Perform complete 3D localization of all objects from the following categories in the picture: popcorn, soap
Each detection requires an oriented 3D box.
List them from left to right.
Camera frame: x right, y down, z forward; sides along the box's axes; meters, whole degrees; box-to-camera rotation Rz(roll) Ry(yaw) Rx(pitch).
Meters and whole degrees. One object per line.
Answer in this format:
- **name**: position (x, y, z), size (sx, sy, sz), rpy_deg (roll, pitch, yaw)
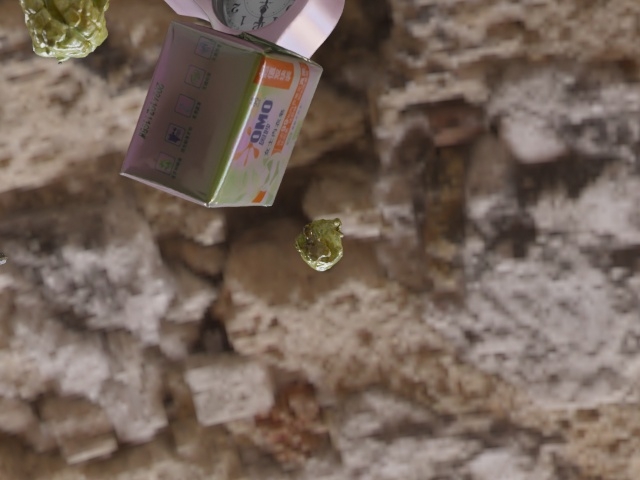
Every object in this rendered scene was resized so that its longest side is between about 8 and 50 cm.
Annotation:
- **popcorn**: position (-0.358, -0.317, 2.260), size (0.162, 0.141, 0.135), rpy_deg (-27, -160, 33)
- **soap**: position (-0.115, -0.146, 1.923), size (0.138, 0.199, 0.182), rpy_deg (25, -170, 22)
- **popcorn**: position (-0.002, 0.002, 2.053), size (0.059, 0.068, 0.083), rpy_deg (2, -153, -8)

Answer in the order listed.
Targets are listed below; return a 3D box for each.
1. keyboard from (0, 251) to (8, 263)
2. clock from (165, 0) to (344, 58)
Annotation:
- **keyboard**: position (-0.350, 0.014, 1.564), size (0.049, 0.015, 0.129), rpy_deg (-22, -160, -33)
- **clock**: position (-0.113, -0.324, 2.278), size (0.290, 0.080, 0.275), rpy_deg (10, -108, 34)
